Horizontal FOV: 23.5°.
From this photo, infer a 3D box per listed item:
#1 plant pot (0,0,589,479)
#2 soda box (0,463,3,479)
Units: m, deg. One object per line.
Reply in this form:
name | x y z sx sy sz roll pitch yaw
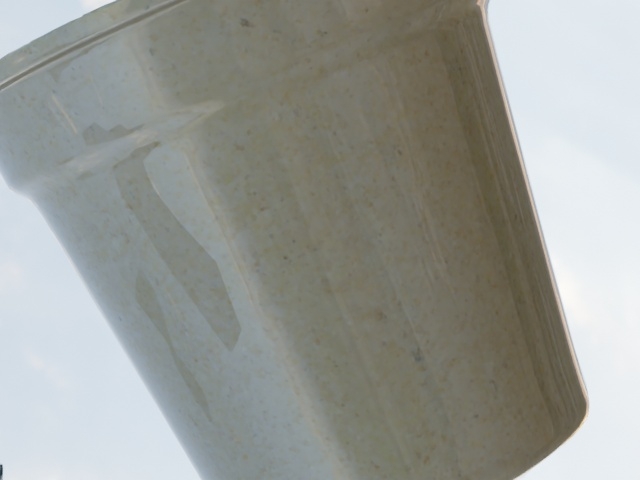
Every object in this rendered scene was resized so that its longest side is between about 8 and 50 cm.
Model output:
plant pot | 0.000 0.000 0.883 0.334 0.333 0.306 -29 -83 -57
soda box | -0.238 0.132 0.690 0.058 0.183 0.063 -98 12 -81
